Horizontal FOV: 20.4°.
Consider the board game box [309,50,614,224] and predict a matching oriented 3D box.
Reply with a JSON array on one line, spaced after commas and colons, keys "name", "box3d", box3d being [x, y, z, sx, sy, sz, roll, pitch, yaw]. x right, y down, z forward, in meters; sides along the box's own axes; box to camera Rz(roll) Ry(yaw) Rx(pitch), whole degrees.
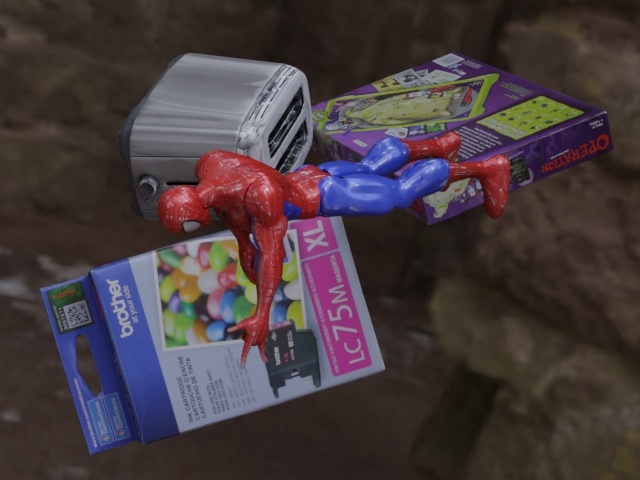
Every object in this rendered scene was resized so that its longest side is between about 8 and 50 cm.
[{"name": "board game box", "box3d": [0.125, -0.113, 1.828, 0.208, 0.056, 0.347, -18, 21, -16]}]

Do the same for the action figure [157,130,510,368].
[{"name": "action figure", "box3d": [0.000, 0.000, 1.237, 0.280, 0.139, 0.091, -4, 22, -40]}]

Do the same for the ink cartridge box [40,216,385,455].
[{"name": "ink cartridge box", "box3d": [-0.108, 0.088, 1.793, 0.311, 0.185, 0.065, -16, 1, -9]}]

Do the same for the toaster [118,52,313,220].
[{"name": "toaster", "box3d": [-0.100, -0.109, 1.824, 0.147, 0.129, 0.227, 6, 34, 17]}]
